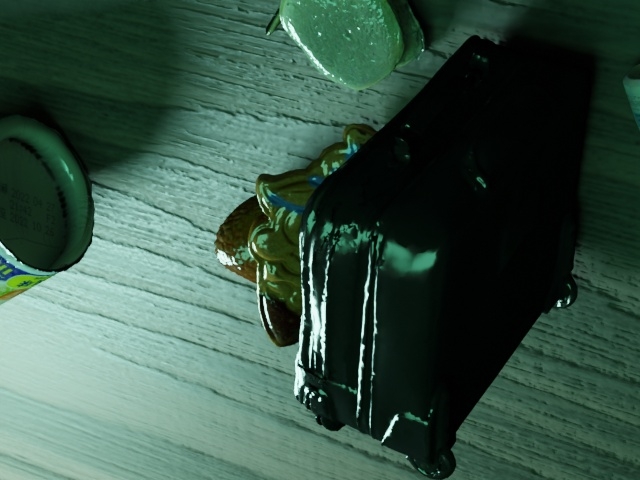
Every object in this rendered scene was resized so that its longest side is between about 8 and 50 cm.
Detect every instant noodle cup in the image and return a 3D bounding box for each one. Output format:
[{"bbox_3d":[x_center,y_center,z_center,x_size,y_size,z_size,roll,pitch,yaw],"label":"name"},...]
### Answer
[{"bbox_3d":[-0.447,-0.011,2.108,0.312,0.284,0.284,-19,111,34],"label":"instant noodle cup"}]

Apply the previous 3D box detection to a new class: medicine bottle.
[{"bbox_3d":[0.320,-0.122,1.633,0.052,0.052,0.089,-5,120,37],"label":"medicine bottle"}]

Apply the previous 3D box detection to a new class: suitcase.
[{"bbox_3d":[0.122,0.000,1.650,0.188,0.345,0.339,24,135,22],"label":"suitcase"}]

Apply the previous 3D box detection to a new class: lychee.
[{"bbox_3d":[-0.050,0.003,1.954,0.101,0.140,0.114,-14,81,54],"label":"lychee"}]

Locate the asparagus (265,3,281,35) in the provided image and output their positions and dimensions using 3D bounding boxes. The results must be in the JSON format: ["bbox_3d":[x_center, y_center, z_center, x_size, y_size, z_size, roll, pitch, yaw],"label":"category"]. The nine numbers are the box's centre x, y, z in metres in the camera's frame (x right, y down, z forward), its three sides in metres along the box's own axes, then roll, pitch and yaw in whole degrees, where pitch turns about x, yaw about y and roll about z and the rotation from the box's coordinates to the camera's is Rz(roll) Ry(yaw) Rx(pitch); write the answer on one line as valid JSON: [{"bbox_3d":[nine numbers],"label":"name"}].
[{"bbox_3d":[-0.018,-0.262,1.781,0.016,0.013,0.166,43,136,1],"label":"asparagus"}]

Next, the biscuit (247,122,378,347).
[{"bbox_3d":[0.000,0.000,1.883,0.183,0.043,0.280,16,112,-17],"label":"biscuit"}]

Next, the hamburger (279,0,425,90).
[{"bbox_3d":[0.031,-0.219,1.743,0.133,0.062,0.140,-21,112,40],"label":"hamburger"}]
